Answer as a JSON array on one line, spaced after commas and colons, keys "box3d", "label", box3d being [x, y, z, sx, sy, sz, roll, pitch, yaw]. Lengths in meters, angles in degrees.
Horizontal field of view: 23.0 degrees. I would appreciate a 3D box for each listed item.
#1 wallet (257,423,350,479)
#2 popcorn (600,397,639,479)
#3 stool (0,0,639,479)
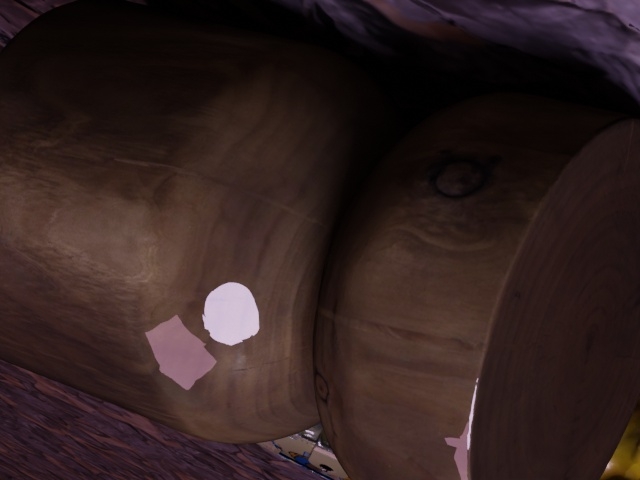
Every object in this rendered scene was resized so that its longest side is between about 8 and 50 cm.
[{"box3d": [0.012, 0.185, 1.352, 0.155, 0.039, 0.110, 25, 163, 4], "label": "wallet"}, {"box3d": [0.196, 0.151, 0.789, 0.189, 0.169, 0.218, 28, 166, -3], "label": "popcorn"}, {"box3d": [-0.008, 0.006, 0.667, 0.264, 0.179, 0.179, 16, 159, 30], "label": "stool"}]
